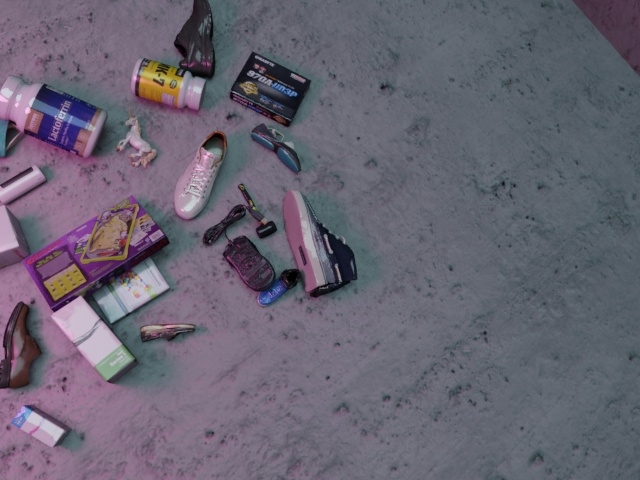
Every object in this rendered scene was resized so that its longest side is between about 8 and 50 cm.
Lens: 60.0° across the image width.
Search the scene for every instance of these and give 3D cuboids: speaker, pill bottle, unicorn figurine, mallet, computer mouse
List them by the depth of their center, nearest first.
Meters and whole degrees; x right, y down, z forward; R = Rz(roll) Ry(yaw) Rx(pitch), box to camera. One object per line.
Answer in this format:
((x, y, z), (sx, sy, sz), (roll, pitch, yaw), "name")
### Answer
((-0.758, -0.351, 1.569), (0.264, 0.153, 0.153), (22, 70, -22), "pill bottle")
((-0.854, -0.158, 1.574), (0.136, 0.055, 0.055), (-38, 85, -19), "speaker")
((-0.207, 0.019, 1.664), (0.262, 0.060, 0.184), (42, 85, 11), "computer mouse")
((-0.566, -0.302, 1.686), (0.162, 0.060, 0.111), (48, 69, -14), "unicorn figurine")
((-0.211, -0.090, 1.717), (0.062, 0.039, 0.190), (-35, 80, -17), "mallet")
((-0.468, -0.481, 1.722), (0.208, 0.119, 0.119), (14, 72, -9), "pill bottle")

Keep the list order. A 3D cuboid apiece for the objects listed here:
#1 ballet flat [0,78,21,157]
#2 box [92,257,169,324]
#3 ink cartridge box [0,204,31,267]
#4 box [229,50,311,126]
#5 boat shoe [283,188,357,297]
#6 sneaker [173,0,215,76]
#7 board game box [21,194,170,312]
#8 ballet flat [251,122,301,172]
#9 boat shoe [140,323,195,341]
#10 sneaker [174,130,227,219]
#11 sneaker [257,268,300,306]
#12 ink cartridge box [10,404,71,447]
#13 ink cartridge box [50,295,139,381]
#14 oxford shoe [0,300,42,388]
((-0.909, -0.347, 1.612), (0.087, 0.083, 0.247), (21, 69, -32), "ballet flat")
((-0.546, 0.128, 1.573), (0.186, 0.038, 0.145), (-32, 84, -20), "box")
((-0.893, 0.006, 1.479), (0.176, 0.128, 0.127), (-20, 80, -18), "ink cartridge box")
((-0.164, -0.499, 1.832), (0.220, 0.051, 0.175), (26, 70, -4), "box")
((0.000, 0.000, 1.706), (0.158, 0.127, 0.341), (-9, 78, -29), "boat shoe")
((-0.410, -0.669, 1.800), (0.130, 0.109, 0.286), (-3, 73, -7), "sneaker")
((-0.619, 0.031, 1.535), (0.347, 0.056, 0.208), (-35, 62, -19), "board game box")
((-0.128, -0.304, 1.777), (0.203, 0.074, 0.074), (38, 70, 2), "ballet flat")
((-0.428, 0.260, 1.557), (0.152, 0.056, 0.049), (-3, 80, -4), "boat shoe")
((-0.362, -0.207, 1.667), (0.106, 0.123, 0.290), (21, 72, -8), "sneaker")
((-0.121, 0.135, 1.643), (0.152, 0.084, 0.058), (-34, 84, -19), "sneaker")
((-0.707, 0.472, 1.409), (0.122, 0.088, 0.052), (31, 70, -3), "ink cartridge box")
((-0.588, 0.264, 1.459), (0.092, 0.160, 0.219), (-40, 87, -21), "ink cartridge box")
((-0.786, 0.274, 1.464), (0.096, 0.083, 0.227), (8, 72, -31), "oxford shoe")
